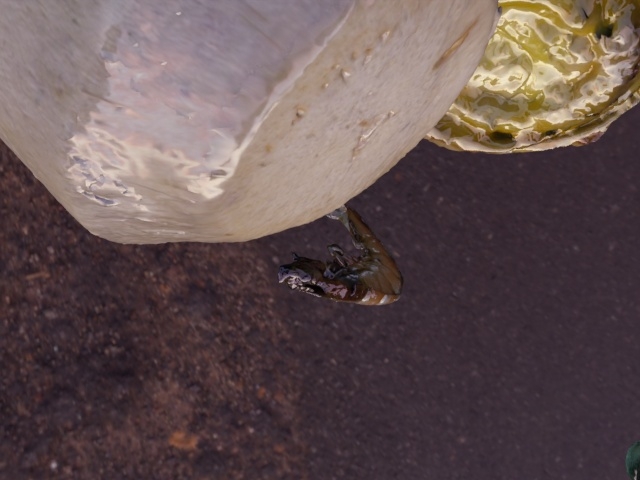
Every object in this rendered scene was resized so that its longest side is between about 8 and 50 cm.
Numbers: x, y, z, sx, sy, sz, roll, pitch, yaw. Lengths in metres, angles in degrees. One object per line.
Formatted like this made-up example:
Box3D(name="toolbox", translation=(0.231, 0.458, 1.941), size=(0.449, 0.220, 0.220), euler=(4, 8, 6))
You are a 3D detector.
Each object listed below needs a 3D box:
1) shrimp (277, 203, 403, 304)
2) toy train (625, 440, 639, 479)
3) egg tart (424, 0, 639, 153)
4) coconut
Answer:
Box3D(name="shrimp", translation=(0.002, -0.002, 0.949), size=(0.035, 0.147, 0.195), euler=(-39, 154, 29))
Box3D(name="toy train", translation=(0.303, 0.139, 0.606), size=(0.154, 0.269, 0.115), euler=(26, 62, -9))
Box3D(name="egg tart", translation=(0.154, -0.160, 0.823), size=(0.279, 0.095, 0.278), euler=(6, 140, 5))
Box3D(name="coconut", translation=(-0.062, -0.136, 0.432), size=(0.237, 0.266, 0.237), euler=(-43, 164, -15))
